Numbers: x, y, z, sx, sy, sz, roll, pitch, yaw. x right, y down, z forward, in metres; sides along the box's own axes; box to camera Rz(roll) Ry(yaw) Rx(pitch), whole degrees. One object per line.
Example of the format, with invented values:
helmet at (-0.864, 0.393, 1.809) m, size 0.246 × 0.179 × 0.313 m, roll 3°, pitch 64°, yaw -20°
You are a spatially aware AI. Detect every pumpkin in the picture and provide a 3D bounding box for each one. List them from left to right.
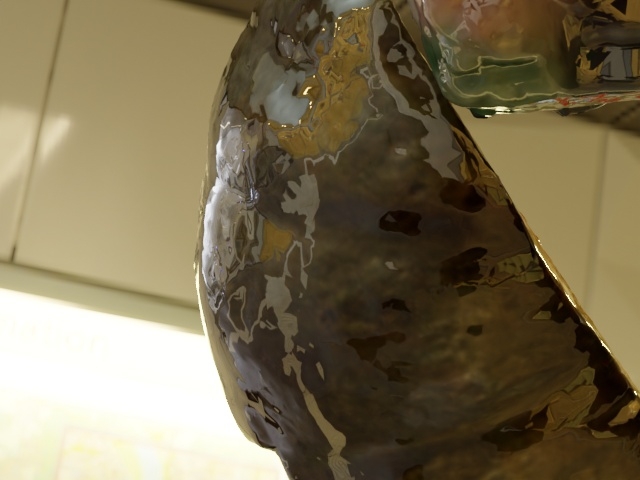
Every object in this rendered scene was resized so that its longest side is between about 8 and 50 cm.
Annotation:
pumpkin at (0.000, 0.000, 0.551) m, size 0.130 × 0.254 × 0.149 m, roll -33°, pitch -34°, yaw 5°

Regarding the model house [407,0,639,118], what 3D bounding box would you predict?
model house at (0.112, -0.157, 0.370) m, size 0.236 × 0.202 × 0.237 m, roll -5°, pitch -11°, yaw 8°
